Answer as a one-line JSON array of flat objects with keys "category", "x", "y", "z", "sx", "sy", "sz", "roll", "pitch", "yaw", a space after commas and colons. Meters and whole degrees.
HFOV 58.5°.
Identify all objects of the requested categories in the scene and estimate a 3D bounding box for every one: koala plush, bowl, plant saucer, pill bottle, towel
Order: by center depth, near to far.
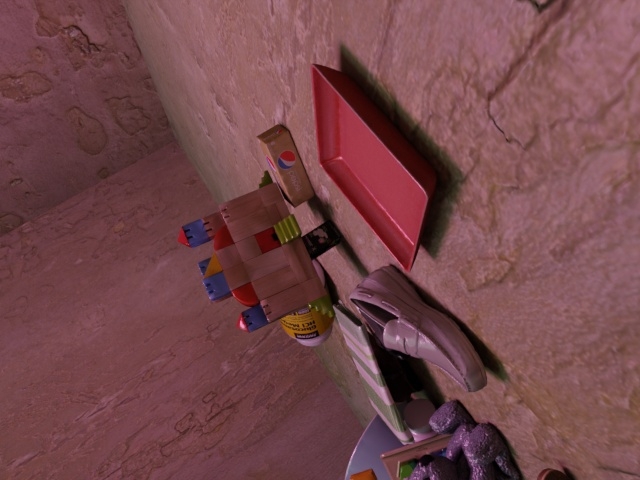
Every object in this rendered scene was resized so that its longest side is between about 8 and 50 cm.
[{"category": "plant saucer", "x": 0.080, "y": -0.106, "z": 0.849, "sx": 0.259, "sy": 0.047, "sz": 0.258, "roll": 52, "pitch": 167, "yaw": 22}, {"category": "koala plush", "x": 0.268, "y": 0.487, "z": 1.168, "sx": 0.203, "sy": 0.221, "sz": 0.196, "roll": 60, "pitch": 168, "yaw": -12}, {"category": "towel", "x": 0.126, "y": 0.317, "z": 1.399, "sx": 0.248, "sy": 0.038, "sz": 0.325, "roll": -150, "pitch": 37, "yaw": -75}, {"category": "pill bottle", "x": 0.269, "y": 0.487, "z": 1.441, "sx": 0.108, "sy": 0.108, "sz": 0.194, "roll": 43, "pitch": 161, "yaw": 51}, {"category": "bowl", "x": 0.224, "y": 0.620, "z": 1.627, "sx": 0.163, "sy": 0.311, "sz": 0.312, "roll": 25, "pitch": 151, "yaw": 31}, {"category": "pill bottle", "x": -0.054, "y": 0.208, "z": 1.850, "sx": 0.188, "sy": 0.187, "sz": 0.334, "roll": 50, "pitch": 166, "yaw": 35}]

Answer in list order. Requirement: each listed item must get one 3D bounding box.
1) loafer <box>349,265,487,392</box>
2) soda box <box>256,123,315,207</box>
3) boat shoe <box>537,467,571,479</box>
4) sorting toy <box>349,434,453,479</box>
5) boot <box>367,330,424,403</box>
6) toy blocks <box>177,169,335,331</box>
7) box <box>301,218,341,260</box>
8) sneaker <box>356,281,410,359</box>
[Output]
[{"category": "loafer", "x": 0.167, "y": 0.165, "z": 1.025, "sx": 0.319, "sy": 0.111, "sz": 0.112, "roll": 44, "pitch": 162, "yaw": 50}, {"category": "soda box", "x": -0.077, "y": -0.166, "z": 1.296, "sx": 0.058, "sy": 0.061, "sz": 0.181, "roll": 42, "pitch": 160, "yaw": 51}, {"category": "boat shoe", "x": 0.395, "y": 0.441, "z": 0.917, "sx": 0.178, "sy": 0.064, "sz": 0.060, "roll": 56, "pitch": 166, "yaw": -6}, {"category": "sorting toy", "x": 0.239, "y": 0.598, "z": 1.383, "sx": 0.229, "sy": 0.307, "sz": 0.041, "roll": 63, "pitch": -164, "yaw": -8}, {"category": "boot", "x": 0.172, "y": 0.310, "z": 1.524, "sx": 0.249, "sy": 0.090, "sz": 0.207, "roll": 58, "pitch": 155, "yaw": 15}, {"category": "toy blocks", "x": -0.164, "y": 0.053, "z": 1.318, "sx": 0.191, "sy": 0.260, "sz": 0.382, "roll": 111, "pitch": 134, "yaw": -77}, {"category": "box", "x": 0.000, "y": 0.000, "z": 1.352, "sx": 0.052, "sy": 0.083, "sz": 0.062, "roll": 56, "pitch": 168, "yaw": 13}, {"category": "sneaker", "x": 0.148, "y": 0.178, "z": 1.239, "sx": 0.106, "sy": 0.078, "sz": 0.234, "roll": 39, "pitch": 162, "yaw": 49}]
